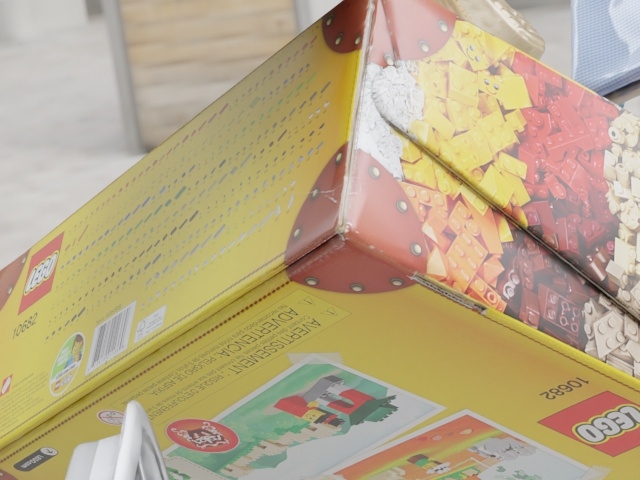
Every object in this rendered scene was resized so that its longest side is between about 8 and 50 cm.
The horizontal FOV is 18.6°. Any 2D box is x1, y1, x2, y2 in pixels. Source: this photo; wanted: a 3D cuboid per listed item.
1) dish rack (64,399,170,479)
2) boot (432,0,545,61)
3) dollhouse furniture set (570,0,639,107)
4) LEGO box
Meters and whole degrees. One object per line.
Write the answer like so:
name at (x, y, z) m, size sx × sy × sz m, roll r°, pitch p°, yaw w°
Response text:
dish rack at (-0.092, 0.281, 1.083) m, size 0.072 × 0.332 × 0.285 m, roll -16°, pitch 15°, yaw 2°
boot at (0.050, -0.136, 1.505) m, size 0.090 × 0.207 × 0.248 m, roll 22°, pitch 25°, yaw -41°
dollhouse furniture set at (0.213, -0.155, 1.660) m, size 0.198 × 0.303 × 0.286 m, roll 20°, pitch -28°, yaw -35°
LEGO box at (0.029, 0.079, 1.369) m, size 0.372 × 0.193 × 0.500 m, roll 26°, pitch -36°, yaw -27°
